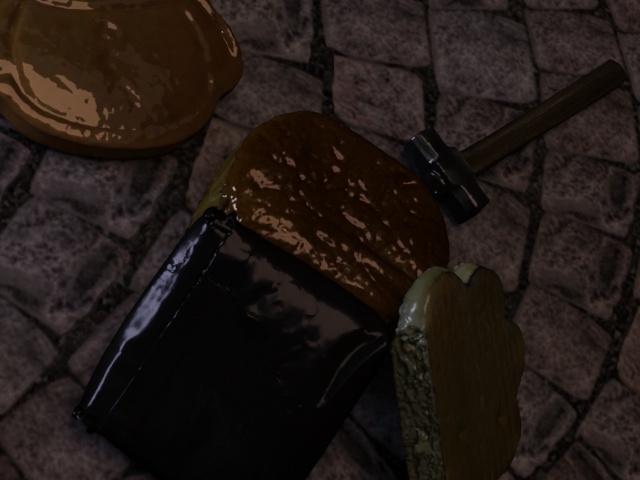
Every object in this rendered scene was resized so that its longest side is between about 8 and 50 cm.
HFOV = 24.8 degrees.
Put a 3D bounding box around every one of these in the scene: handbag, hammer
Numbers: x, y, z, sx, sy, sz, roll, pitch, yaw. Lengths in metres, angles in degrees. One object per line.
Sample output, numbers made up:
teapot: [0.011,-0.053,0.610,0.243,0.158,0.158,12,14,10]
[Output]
handbag: [-0.079,0.122,1.341,0.223,0.080,0.247,34,91,-8]
hammer: [0.250,-0.140,1.739,0.365,0.043,0.111,-31,79,-37]

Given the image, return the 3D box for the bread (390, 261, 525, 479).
bread: [0.141,0.146,1.447,0.207,0.056,0.287,-32,121,-53]

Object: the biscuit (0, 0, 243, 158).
biscuit: [-0.253,-0.243,1.532,0.312,0.057,0.351,-17,73,-33]

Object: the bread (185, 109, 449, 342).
bread: [0.000,0.000,1.476,0.253,0.142,0.227,35,47,-3]
